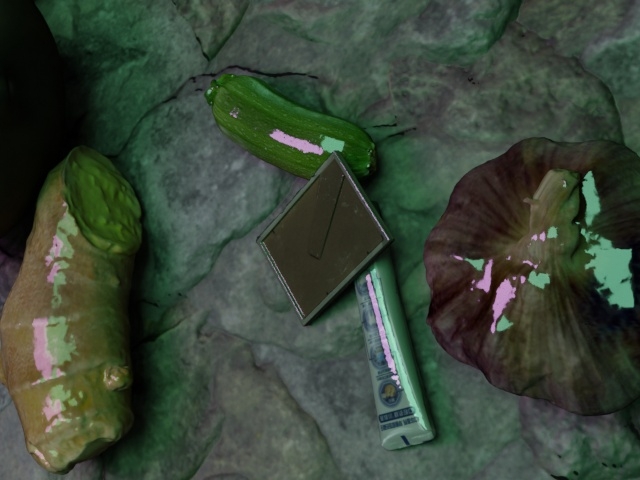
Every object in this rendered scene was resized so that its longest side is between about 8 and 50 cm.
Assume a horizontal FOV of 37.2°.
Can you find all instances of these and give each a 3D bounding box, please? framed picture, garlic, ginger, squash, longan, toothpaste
[{"bbox_3d":[0.000,0.000,0.934,0.149,0.011,0.109,-46,65,36],"label":"framed picture"},{"bbox_3d":[0.193,0.023,0.793,0.244,0.160,0.245,-6,75,23],"label":"garlic"},{"bbox_3d":[-0.263,0.067,1.018,0.189,0.126,0.354,-3,72,35],"label":"ginger"},{"bbox_3d":[-0.036,-0.114,0.986,0.219,0.068,0.077,31,102,27],"label":"squash"},{"bbox_3d":[-0.415,-0.142,1.052,0.288,0.288,0.350,-20,62,19],"label":"longan"},{"bbox_3d":[0.060,0.077,0.909,0.062,0.039,0.239,-22,69,33],"label":"toothpaste"}]
